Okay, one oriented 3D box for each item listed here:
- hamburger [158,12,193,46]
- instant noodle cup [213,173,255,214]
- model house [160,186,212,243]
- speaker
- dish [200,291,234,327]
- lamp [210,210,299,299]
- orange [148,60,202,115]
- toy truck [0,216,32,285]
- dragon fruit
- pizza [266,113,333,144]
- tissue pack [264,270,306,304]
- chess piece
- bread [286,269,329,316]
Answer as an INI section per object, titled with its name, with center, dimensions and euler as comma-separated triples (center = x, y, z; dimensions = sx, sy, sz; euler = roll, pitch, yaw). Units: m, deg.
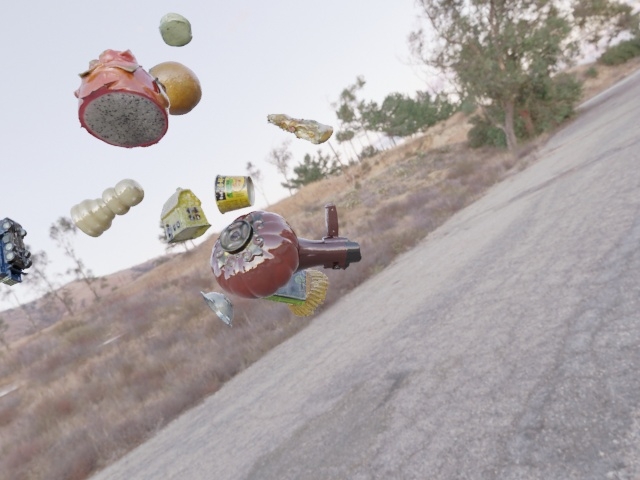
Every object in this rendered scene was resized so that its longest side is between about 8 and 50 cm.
[hamburger]
center = -0.581, -0.840, 1.778
dimensions = 0.133, 0.063, 0.140
euler = 2, -35, -18
[instant noodle cup]
center = -0.312, -0.177, 1.620
dimensions = 0.122, 0.152, 0.151
euler = -8, 0, 7
[model house]
center = -0.669, -0.129, 2.168
dimensions = 0.174, 0.234, 0.193
euler = -7, -16, -45
[speaker]
center = -0.015, 0.010, 1.815
dimensions = 0.329, 0.259, 0.198
euler = -9, -22, -18
[dish]
center = -0.513, 0.344, 2.329
dimensions = 0.086, 0.236, 0.227
euler = -44, 35, -22
[lamp]
center = -0.213, 0.047, 1.454
dimensions = 0.303, 0.303, 0.257
euler = -29, -39, 6
[orange]
center = -0.709, -0.733, 2.126
dimensions = 0.264, 0.264, 0.264
euler = -29, -3, -2
[toy truck]
center = -0.901, 0.036, 1.279
dimensions = 0.088, 0.202, 0.074
euler = -26, -24, -1
[dragon fruit]
center = -0.647, -0.478, 1.463
dimensions = 0.305, 0.226, 0.305
euler = -11, -27, -6
[pizza]
center = -0.085, -0.487, 1.871
dimensions = 0.189, 0.296, 0.071
euler = -42, -33, -50
[tissue pack]
center = -0.182, 0.191, 1.984
dimensions = 0.235, 0.173, 0.073
euler = 13, -42, -14
[chess piece]
center = -0.903, -0.159, 1.913
dimensions = 0.299, 0.167, 0.167
euler = -33, -3, 5
[bread]
center = -0.081, 0.268, 2.370
dimensions = 0.274, 0.149, 0.274
euler = -26, 42, 25
